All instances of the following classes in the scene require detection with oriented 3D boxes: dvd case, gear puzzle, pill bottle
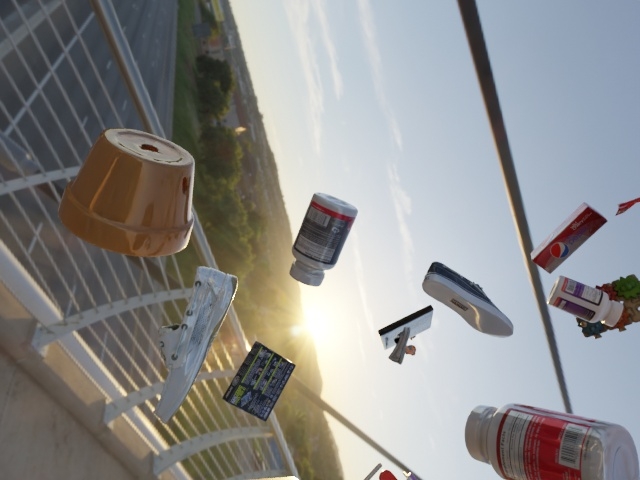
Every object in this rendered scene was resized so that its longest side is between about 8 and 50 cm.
[{"bbox_3d":[0.276,0.285,1.389,0.022,0.180,0.253,63,-1,27],"label":"dvd case"},{"bbox_3d":[1.056,0.214,1.497,0.044,0.339,0.175,22,46,-48],"label":"gear puzzle"},{"bbox_3d":[0.636,0.599,1.233,0.408,0.229,0.229,-10,-85,54],"label":"pill bottle"},{"bbox_3d":[0.000,0.000,1.567,0.176,0.176,0.318,-120,-130,-68],"label":"pill bottle"},{"bbox_3d":[0.850,0.198,1.389,0.193,0.108,0.108,25,-32,22],"label":"pill bottle"}]

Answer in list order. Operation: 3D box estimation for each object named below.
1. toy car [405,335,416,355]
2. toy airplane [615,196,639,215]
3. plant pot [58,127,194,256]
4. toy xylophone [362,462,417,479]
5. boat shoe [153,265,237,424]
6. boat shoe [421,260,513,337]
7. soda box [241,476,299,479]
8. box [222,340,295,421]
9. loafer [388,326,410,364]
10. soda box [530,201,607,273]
[{"bbox_3d":[0.367,0.415,1.762,0.040,0.060,0.122,-51,-162,32],"label":"toy car"},{"bbox_3d":[0.935,-0.118,1.255,0.028,0.151,0.151,60,-7,0],"label":"toy airplane"},{"bbox_3d":[-0.417,-0.124,0.987,0.203,0.291,0.291,-64,-156,22],"label":"plant pot"},{"bbox_3d":[0.149,0.701,1.056,0.236,0.323,0.081,54,-27,15],"label":"toy xylophone"},{"bbox_3d":[-0.242,0.178,0.766,0.277,0.096,0.098,-68,-169,-11],"label":"boat shoe"},{"bbox_3d":[0.432,0.167,1.244,0.102,0.301,0.108,-59,-178,-36],"label":"boat shoe"},{"bbox_3d":[-0.139,0.560,0.945,0.058,0.183,0.063,121,-31,-64],"label":"soda box"},{"bbox_3d":[-0.256,0.602,1.845,0.216,0.270,0.060,40,-21,-28],"label":"box"},{"bbox_3d":[0.210,0.272,1.144,0.125,0.039,0.045,-60,162,-51],"label":"loafer"},{"bbox_3d":[0.883,-0.008,1.545,0.083,0.263,0.092,39,27,8],"label":"soda box"}]
